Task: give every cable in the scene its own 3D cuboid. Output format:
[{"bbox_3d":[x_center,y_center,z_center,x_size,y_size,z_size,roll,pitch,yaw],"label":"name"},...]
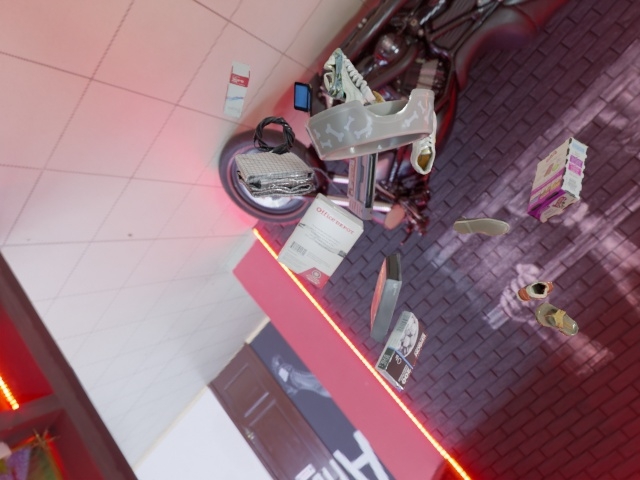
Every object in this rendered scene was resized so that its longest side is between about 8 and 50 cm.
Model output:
[{"bbox_3d":[-0.167,-0.381,1.720,0.184,0.150,0.047,126,-18,-51],"label":"cable"}]

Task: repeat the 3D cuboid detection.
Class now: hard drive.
[{"bbox_3d":[0.206,0.182,1.492,0.172,0.054,0.255,-79,179,-57],"label":"hard drive"}]

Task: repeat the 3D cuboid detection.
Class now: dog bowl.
[{"bbox_3d":[0.136,-0.295,1.240,0.348,0.102,0.349,-12,-177,1],"label":"dog bowl"}]

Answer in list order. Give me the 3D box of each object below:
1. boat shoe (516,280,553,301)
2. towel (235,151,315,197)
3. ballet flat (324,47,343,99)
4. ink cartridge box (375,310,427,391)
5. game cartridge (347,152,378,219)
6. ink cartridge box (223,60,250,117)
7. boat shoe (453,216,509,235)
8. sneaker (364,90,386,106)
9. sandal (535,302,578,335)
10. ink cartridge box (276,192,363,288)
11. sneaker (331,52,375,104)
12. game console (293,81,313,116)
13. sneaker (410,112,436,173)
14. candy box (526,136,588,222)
[{"bbox_3d":[0.567,0.127,1.217,0.136,0.049,0.043,-8,154,-33],"label":"boat shoe"},{"bbox_3d":[-0.192,-0.263,1.910,0.283,0.235,0.122,-9,124,-21],"label":"towel"},{"bbox_3d":[0.043,-0.575,1.596,0.070,0.189,0.070,-3,166,-1],"label":"ballet flat"},{"bbox_3d":[0.275,0.365,1.508,0.208,0.045,0.206,50,61,-42],"label":"ink cartridge box"},{"bbox_3d":[0.172,-0.283,1.948,0.068,0.230,0.356,-2,106,-16],"label":"game cartridge"},{"bbox_3d":[-0.329,-0.589,1.831,0.072,0.128,0.175,10,129,-17],"label":"ink cartridge box"},{"bbox_3d":[0.582,-0.064,1.684,0.206,0.075,0.065,1,-141,44],"label":"boat shoe"},{"bbox_3d":[0.311,-0.574,2.183,0.111,0.297,0.131,-36,151,12],"label":"sneaker"},{"bbox_3d":[0.728,0.241,1.424,0.049,0.180,0.072,-17,-132,66],"label":"sandal"},{"bbox_3d":[0.000,0.000,1.451,0.237,0.171,0.100,-55,-175,18],"label":"ink cartridge box"},{"bbox_3d":[0.093,-0.603,1.762,0.118,0.292,0.110,-36,145,15],"label":"sneaker"},{"bbox_3d":[-0.073,-0.596,1.974,0.071,0.107,0.122,-2,124,-7],"label":"game console"},{"bbox_3d":[0.343,-0.331,1.531,0.087,0.092,0.229,-7,122,0],"label":"sneaker"},{"bbox_3d":[0.752,-0.191,1.485,0.234,0.071,0.159,-64,-176,-29],"label":"candy box"}]
